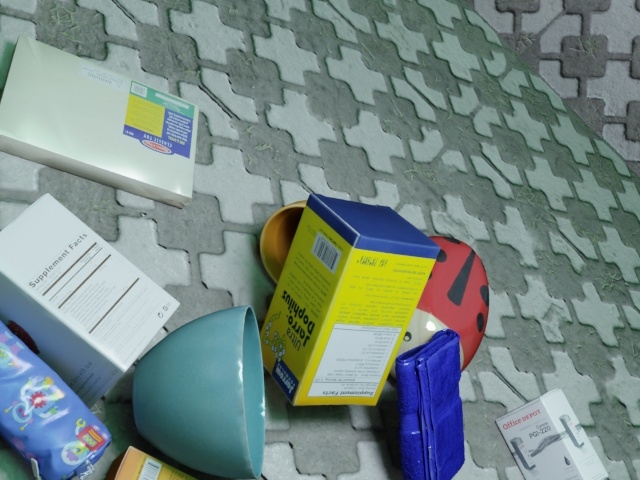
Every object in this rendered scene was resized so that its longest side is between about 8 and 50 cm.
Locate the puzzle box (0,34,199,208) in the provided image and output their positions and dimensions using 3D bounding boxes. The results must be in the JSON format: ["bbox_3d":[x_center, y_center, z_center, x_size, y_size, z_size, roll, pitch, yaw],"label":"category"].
[{"bbox_3d":[-0.451,-0.241,1.660,0.408,0.052,0.272,19,50,-27],"label":"puzzle box"}]

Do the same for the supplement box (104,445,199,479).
[{"bbox_3d":[-0.241,0.433,1.323,0.233,0.078,0.080,34,42,-14],"label":"supplement box"}]

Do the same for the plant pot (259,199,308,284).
[{"bbox_3d":[0.000,0.000,1.748,0.205,0.205,0.188,50,29,3],"label":"plant pot"}]

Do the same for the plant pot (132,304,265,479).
[{"bbox_3d":[-0.207,0.261,1.365,0.195,0.290,0.290,-4,56,2],"label":"plant pot"}]

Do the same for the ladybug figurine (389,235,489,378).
[{"bbox_3d":[0.271,0.140,1.866,0.305,0.162,0.449,37,44,-10],"label":"ladybug figurine"}]

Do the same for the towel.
[{"bbox_3d":[0.237,0.353,1.626,0.227,0.076,0.309,-19,108,-52],"label":"towel"}]

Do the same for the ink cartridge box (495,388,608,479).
[{"bbox_3d":[0.524,0.470,1.827,0.092,0.158,0.218,-8,65,-40],"label":"ink cartridge box"}]

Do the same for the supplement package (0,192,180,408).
[{"bbox_3d":[-0.424,0.104,1.343,0.293,0.177,0.175,41,44,-6],"label":"supplement package"}]

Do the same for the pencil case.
[{"bbox_3d":[-0.465,0.255,1.246,0.306,0.119,0.133,46,46,-1],"label":"pencil case"}]

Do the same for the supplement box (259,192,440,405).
[{"bbox_3d":[0.043,0.118,1.537,0.194,0.357,0.195,8,21,-33],"label":"supplement box"}]
